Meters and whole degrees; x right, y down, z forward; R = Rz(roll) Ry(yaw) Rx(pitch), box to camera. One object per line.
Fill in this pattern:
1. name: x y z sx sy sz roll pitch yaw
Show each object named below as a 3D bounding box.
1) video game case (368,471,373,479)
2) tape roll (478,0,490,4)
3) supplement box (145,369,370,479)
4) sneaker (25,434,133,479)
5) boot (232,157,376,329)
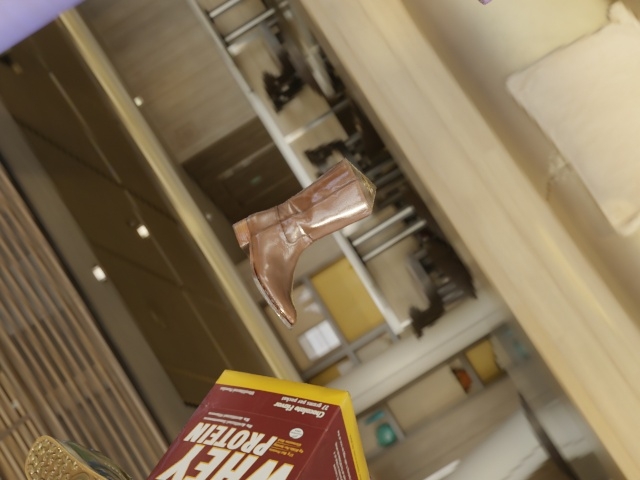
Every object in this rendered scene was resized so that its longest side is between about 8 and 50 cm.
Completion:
1. video game case: -0.001 0.391 1.172 0.042 0.210 0.232 65 177 -33
2. tape roll: 0.220 -0.509 1.555 0.275 0.090 0.275 55 -171 -14
3. supplement box: -0.054 0.253 0.862 0.194 0.129 0.191 -54 -39 -45
4. sneaker: -0.193 0.248 0.927 0.192 0.064 0.086 32 -179 39
5. boot: 0.000 0.000 0.756 0.106 0.114 0.037 64 -177 26
